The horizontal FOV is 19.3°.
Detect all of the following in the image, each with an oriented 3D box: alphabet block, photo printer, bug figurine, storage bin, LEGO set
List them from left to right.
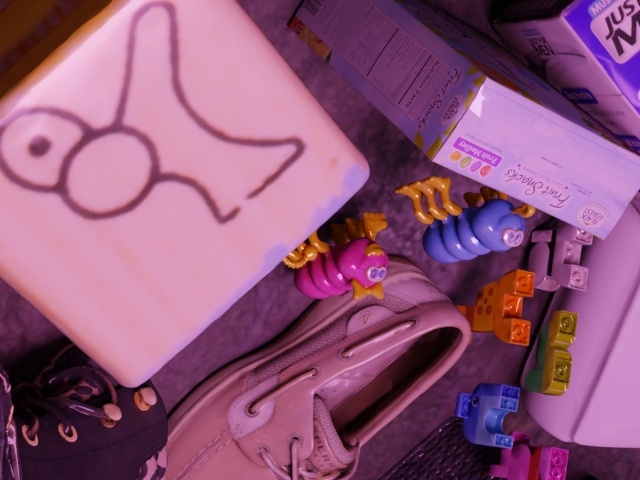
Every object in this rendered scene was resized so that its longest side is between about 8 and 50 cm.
[{"bbox_3d":[-0.124,-0.075,1.030,0.192,0.193,0.197,-42,131,-2],"label":"alphabet block"},{"bbox_3d":[0.000,0.000,1.285,0.279,0.216,0.072,2,78,-35],"label":"bug figurine"},{"bbox_3d":[0.099,0.252,1.577,0.180,0.084,0.122,-42,132,-3],"label":"storage bin"},{"bbox_3d":[0.141,0.089,1.480,0.087,0.093,0.227,14,81,-35],"label":"LEGO set"},{"bbox_3d":[0.325,0.023,1.554,0.256,0.107,0.307,5,116,-33],"label":"photo printer"}]

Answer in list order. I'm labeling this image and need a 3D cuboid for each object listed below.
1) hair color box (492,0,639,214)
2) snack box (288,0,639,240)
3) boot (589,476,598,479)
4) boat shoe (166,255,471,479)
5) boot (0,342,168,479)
[{"bbox_3d":[0.280,-0.058,1.330,0.110,0.185,0.339,-42,100,-4],"label":"hair color box"},{"bbox_3d":[0.099,-0.098,1.274,0.174,0.207,0.070,22,105,-38],"label":"snack box"},{"bbox_3d":[0.209,0.316,1.596,0.094,0.246,0.207,43,89,-10],"label":"boot"},{"bbox_3d":[-0.017,0.140,1.425,0.302,0.098,0.109,-40,131,-3],"label":"boat shoe"},{"bbox_3d":[-0.211,0.122,1.208,0.284,0.138,0.377,-34,120,-66],"label":"boot"}]
